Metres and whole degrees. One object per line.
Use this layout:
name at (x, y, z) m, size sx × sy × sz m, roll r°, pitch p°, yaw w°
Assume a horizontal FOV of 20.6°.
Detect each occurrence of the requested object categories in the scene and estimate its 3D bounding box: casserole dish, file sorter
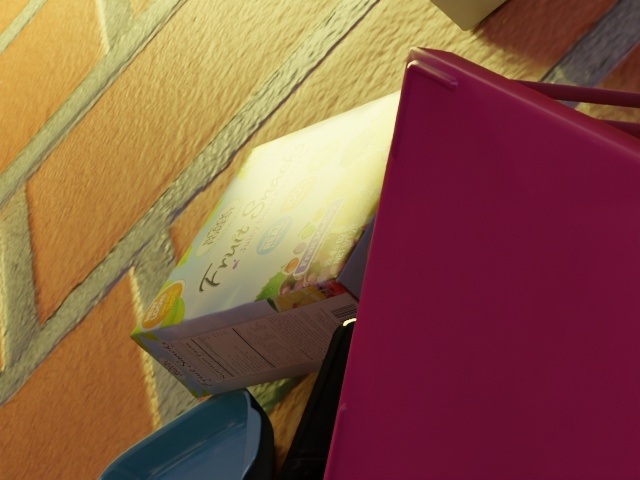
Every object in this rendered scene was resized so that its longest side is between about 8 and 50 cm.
casserole dish at (-0.089, 0.167, 1.110) m, size 0.188 × 0.037 × 0.114 m, roll -35°, pitch 35°, yaw 35°
file sorter at (0.154, 0.065, 0.653) m, size 0.291 × 0.182 × 0.202 m, roll -142°, pitch 59°, yaw -61°

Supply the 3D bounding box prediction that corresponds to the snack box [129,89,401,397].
snack box at (0.000, 0.000, 1.079) m, size 0.207 × 0.070 × 0.174 m, roll -19°, pitch 33°, yaw 49°

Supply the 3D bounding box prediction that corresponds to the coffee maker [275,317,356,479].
coffee maker at (0.018, 0.128, 0.857) m, size 0.120 × 0.171 × 0.178 m, roll 90°, pitch -160°, yaw -48°

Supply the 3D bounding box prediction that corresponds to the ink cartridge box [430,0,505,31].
ink cartridge box at (0.068, -0.217, 1.160) m, size 0.056 × 0.135 × 0.099 m, roll -37°, pitch 34°, yaw 25°
